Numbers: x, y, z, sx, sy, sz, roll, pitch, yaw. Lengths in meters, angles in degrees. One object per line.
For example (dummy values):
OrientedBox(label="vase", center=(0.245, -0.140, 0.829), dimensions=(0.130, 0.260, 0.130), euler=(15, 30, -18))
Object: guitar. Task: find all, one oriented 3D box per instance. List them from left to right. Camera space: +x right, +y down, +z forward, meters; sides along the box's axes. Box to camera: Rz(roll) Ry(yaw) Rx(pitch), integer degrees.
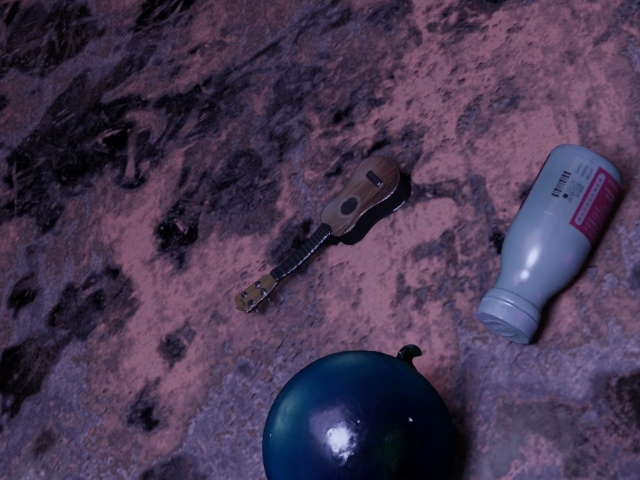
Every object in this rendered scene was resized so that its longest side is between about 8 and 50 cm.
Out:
OrientedBox(label="guitar", center=(0.001, 0.002, 1.815), dimensions=(0.271, 0.038, 0.084), euler=(-43, 40, -1))

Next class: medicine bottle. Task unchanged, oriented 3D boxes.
OrientedBox(label="medicine bottle", center=(0.247, 0.004, 1.567), dimensions=(0.090, 0.090, 0.217), euler=(15, 69, 46))

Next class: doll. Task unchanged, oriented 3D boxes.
OrientedBox(label="doll", center=(0.023, 0.249, 1.479), dimensions=(0.322, 0.198, 0.186), euler=(-65, 14, -9))
